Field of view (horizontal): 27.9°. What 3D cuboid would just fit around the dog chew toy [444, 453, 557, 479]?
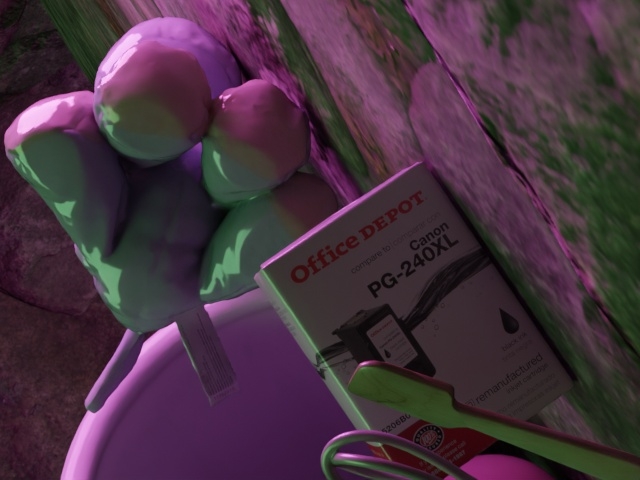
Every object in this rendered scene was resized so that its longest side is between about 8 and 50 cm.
[{"bbox_3d":[0.147,0.279,0.803,0.206,0.207,0.331,66,179,-55],"label":"dog chew toy"}]

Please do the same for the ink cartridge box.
[{"bbox_3d":[0.048,0.047,0.712,0.150,0.109,0.063,56,174,1],"label":"ink cartridge box"}]

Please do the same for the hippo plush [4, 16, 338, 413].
[{"bbox_3d":[-0.089,-0.055,1.030,0.236,0.234,0.294,-77,-22,-57],"label":"hippo plush"}]

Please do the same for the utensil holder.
[{"bbox_3d":[0.017,0.269,1.111,0.385,0.328,0.327,57,174,-38],"label":"utensil holder"}]

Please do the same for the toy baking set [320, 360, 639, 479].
[{"bbox_3d":[0.106,0.147,0.640,0.256,0.197,0.030,68,-149,-47],"label":"toy baking set"}]
